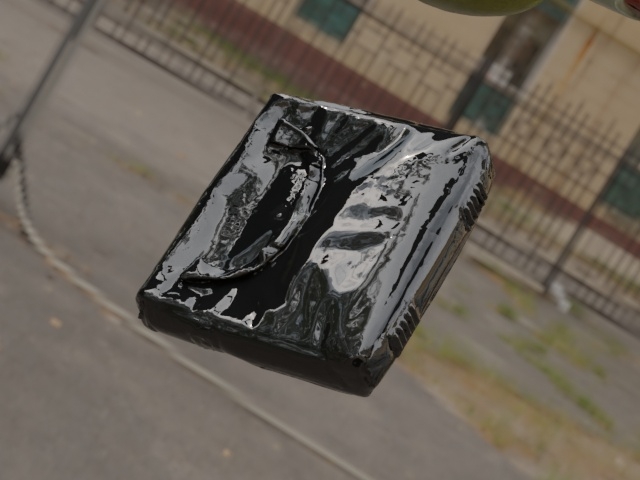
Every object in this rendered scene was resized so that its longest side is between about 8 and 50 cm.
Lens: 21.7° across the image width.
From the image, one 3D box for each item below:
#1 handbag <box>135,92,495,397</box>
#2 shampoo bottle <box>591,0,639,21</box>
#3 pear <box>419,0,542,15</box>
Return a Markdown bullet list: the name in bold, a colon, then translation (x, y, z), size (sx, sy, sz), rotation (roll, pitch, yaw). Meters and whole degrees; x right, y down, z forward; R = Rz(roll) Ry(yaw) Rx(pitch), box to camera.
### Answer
- **handbag**: translation (0.000, 0.000, 1.433), size (0.244, 0.275, 0.088), rotation (16, -31, 25)
- **shampoo bottle**: translation (0.324, -0.279, 1.793), size (0.284, 0.071, 0.153), rotation (34, 20, 26)
- **pear**: translation (0.148, -0.364, 1.648), size (0.253, 0.253, 0.307), rotation (27, 40, -27)
